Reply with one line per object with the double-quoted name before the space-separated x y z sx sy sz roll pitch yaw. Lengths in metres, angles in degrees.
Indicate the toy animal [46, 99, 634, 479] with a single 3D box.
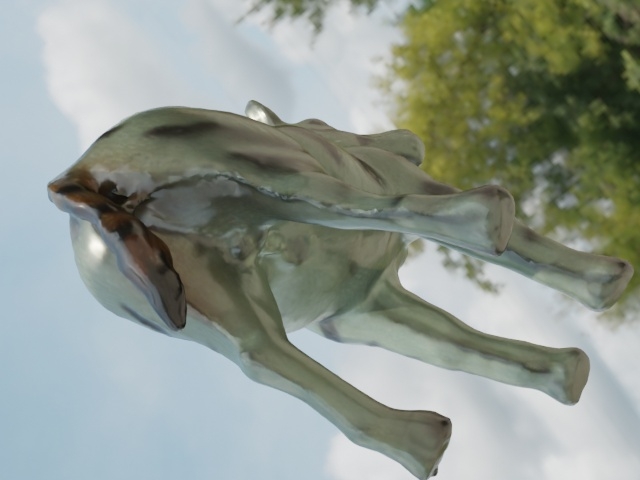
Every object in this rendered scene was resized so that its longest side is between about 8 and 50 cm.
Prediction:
"toy animal" 0.017 0.005 0.473 0.170 0.090 0.255 18 -175 10
